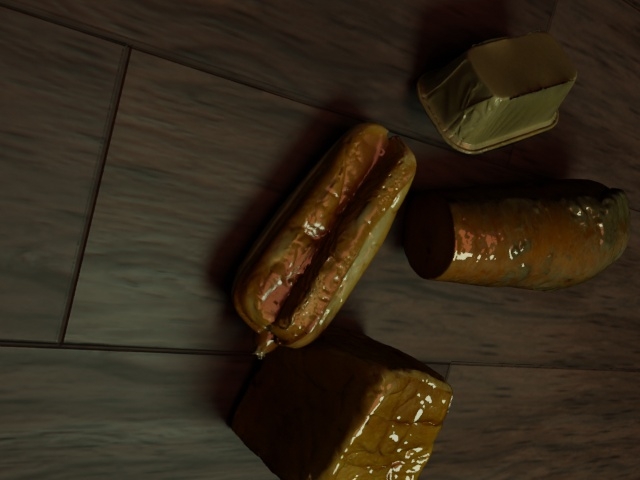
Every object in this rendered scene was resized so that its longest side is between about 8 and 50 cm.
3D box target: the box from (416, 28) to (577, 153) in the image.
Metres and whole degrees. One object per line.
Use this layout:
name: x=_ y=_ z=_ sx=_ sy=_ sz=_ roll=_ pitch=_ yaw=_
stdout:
box: x=0.186 y=-0.157 z=0.798 sx=0.177 sy=0.111 sz=0.111 roll=-20 pitch=116 yaw=-32

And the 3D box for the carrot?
carrot: x=0.235 y=-0.004 z=0.871 sx=0.301 sy=0.138 sz=0.139 roll=-6 pitch=108 yaw=-31

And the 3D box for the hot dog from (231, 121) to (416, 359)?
hot dog: x=0.000 y=0.000 z=0.717 sx=0.102 sy=0.076 sz=0.249 roll=33 pitch=79 yaw=-3

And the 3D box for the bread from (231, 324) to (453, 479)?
bread: x=0.025 y=0.167 z=0.738 sx=0.149 sy=0.158 sz=0.143 roll=23 pitch=88 yaw=-45
